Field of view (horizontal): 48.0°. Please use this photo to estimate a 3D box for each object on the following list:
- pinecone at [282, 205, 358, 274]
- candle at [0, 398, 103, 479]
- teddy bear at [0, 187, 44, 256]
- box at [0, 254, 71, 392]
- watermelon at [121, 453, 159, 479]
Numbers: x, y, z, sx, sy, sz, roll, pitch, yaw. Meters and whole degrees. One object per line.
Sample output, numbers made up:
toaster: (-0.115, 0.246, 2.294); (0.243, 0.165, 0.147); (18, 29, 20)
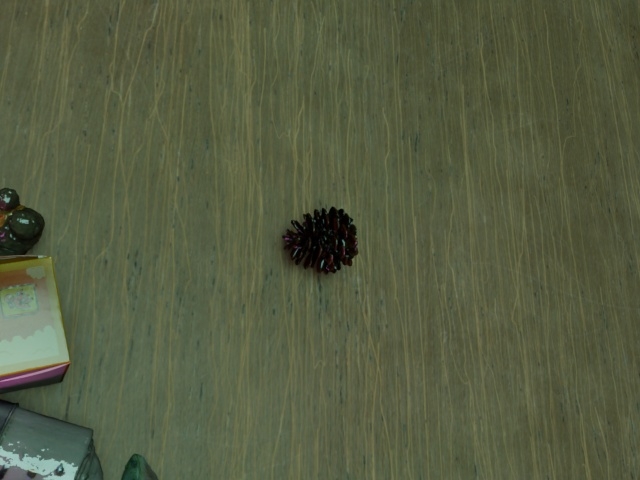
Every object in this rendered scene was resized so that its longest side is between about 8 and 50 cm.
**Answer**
pinecone: (-0.006, 0.001, 1.689); (0.165, 0.163, 0.162); (-3, 74, -17)
candle: (-0.498, 0.420, 1.322); (0.330, 0.187, 0.187); (22, 65, -13)
teddy bear: (-0.659, -0.042, 1.446); (0.190, 0.177, 0.140); (39, 17, -7)
box: (-0.609, 0.169, 1.304); (0.260, 0.283, 0.213); (-10, 78, -26)
watermelon: (-0.354, 0.518, 1.431); (0.094, 0.081, 0.180); (-4, 78, -50)
